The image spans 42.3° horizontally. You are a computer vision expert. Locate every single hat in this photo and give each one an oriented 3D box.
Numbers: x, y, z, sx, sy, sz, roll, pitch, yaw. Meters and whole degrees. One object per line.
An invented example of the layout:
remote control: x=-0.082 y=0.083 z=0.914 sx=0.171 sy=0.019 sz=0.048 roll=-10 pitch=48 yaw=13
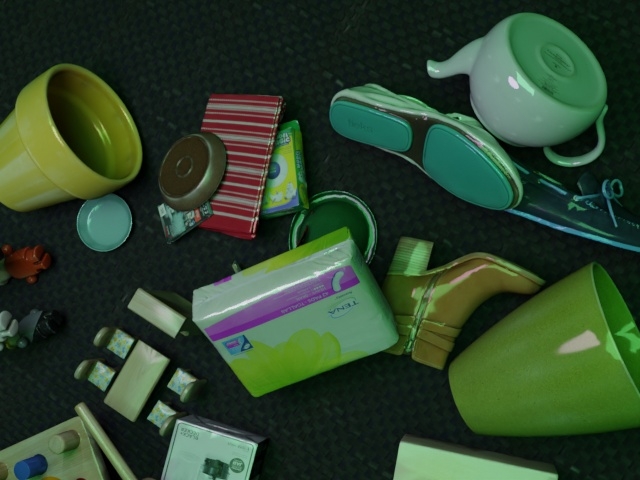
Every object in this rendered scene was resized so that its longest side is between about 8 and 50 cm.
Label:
hat: x=0.000 y=0.000 z=1.498 sx=0.173 sy=0.183 sz=0.208 roll=12 pitch=88 yaw=14

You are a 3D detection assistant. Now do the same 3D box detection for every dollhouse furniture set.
dollhouse furniture set: x=-0.328 y=0.221 z=1.557 sx=0.212 sy=0.161 sz=0.242 roll=30 pitch=91 yaw=12

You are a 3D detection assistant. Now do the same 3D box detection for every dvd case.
dvd case: x=-0.266 y=-0.059 z=1.617 sx=0.119 sy=0.013 sz=0.087 roll=-32 pitch=63 yaw=24

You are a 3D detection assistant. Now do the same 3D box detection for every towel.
towel: x=-0.170 y=-0.147 z=1.595 sx=0.199 sy=0.031 sz=0.274 roll=10 pitch=86 yaw=36

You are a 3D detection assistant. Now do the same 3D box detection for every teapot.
teapot: x=0.358 y=-0.251 z=1.438 sx=0.252 sy=0.187 sz=0.256 roll=-9 pitch=65 yaw=-32

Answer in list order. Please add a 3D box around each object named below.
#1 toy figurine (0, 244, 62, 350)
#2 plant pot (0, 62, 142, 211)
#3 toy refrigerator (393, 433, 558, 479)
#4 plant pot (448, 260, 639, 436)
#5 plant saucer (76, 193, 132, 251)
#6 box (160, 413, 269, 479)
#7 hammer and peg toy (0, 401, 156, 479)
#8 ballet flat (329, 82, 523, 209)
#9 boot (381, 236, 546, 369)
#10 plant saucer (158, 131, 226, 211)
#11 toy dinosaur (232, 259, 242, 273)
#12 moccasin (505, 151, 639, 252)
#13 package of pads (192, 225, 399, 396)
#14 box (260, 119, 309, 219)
toy figurine: x=-0.628 y=0.113 z=1.606 sx=0.148 sy=0.213 sz=0.209 roll=-16 pitch=84 yaw=19
plant pot: x=-0.518 y=-0.176 z=1.605 sx=0.239 sy=0.254 sz=0.254 roll=-25 pitch=80 yaw=25
toy refrigerator: x=0.269 y=0.418 z=1.449 sx=0.270 sy=0.102 sz=0.094 roll=10 pitch=87 yaw=12
plant pot: x=0.376 y=0.216 z=1.386 sx=0.293 sy=0.275 sz=0.274 roll=-26 pitch=80 yaw=25
plant saucer: x=-0.434 y=-0.036 z=1.674 sx=0.119 sy=0.021 sz=0.119 roll=-1 pitch=84 yaw=11
box: x=-0.218 y=0.491 z=1.548 sx=0.169 sy=0.087 sz=0.290 roll=13 pitch=87 yaw=12
hammer and peg toy: x=-0.460 y=0.463 z=1.559 sx=0.361 sy=0.127 sz=0.266 roll=-27 pitch=80 yaw=18
ballet flat: x=0.203 y=-0.190 z=1.481 sx=0.400 sy=0.139 sz=0.139 roll=29 pitch=91 yaw=25
boot: x=0.242 y=0.125 z=1.475 sx=0.283 sy=0.109 sz=0.220 roll=12 pitch=86 yaw=14
plant saucer: x=-0.257 y=-0.139 z=1.607 sx=0.168 sy=0.029 sz=0.168 roll=-13 pitch=65 yaw=30
toy dinosaur: x=-0.081 y=0.155 z=1.568 sx=0.268 sy=0.064 sz=0.118 roll=30 pitch=85 yaw=15
moccasin: x=0.447 y=-0.069 z=1.436 sx=0.342 sy=0.138 sz=0.116 roll=19 pitch=97 yaw=12
package of pads: x=-0.036 y=0.133 z=1.417 sx=0.296 sy=0.229 sz=0.101 roll=-23 pitch=37 yaw=11
box: x=-0.082 y=-0.138 z=1.581 sx=0.105 sy=0.043 sz=0.179 roll=-14 pitch=73 yaw=28
